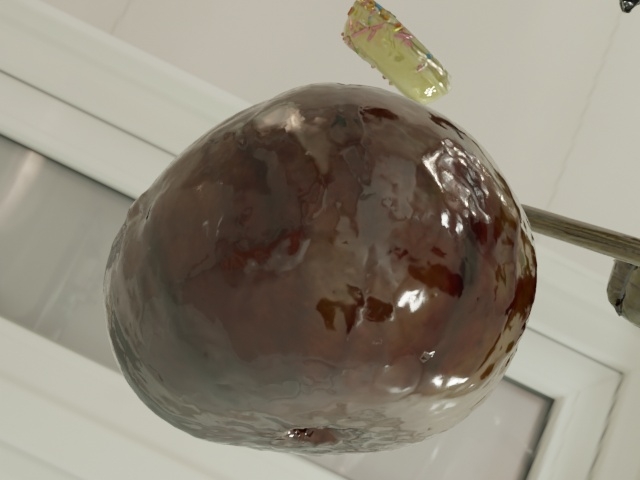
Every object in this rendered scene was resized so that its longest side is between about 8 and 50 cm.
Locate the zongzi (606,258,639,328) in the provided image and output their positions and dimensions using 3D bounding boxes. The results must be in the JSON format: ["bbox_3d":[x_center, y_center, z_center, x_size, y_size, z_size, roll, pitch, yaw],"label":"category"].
[{"bbox_3d":[0.560,0.048,1.452,0.360,0.323,0.160,-90,-166,-72],"label":"zongzi"}]

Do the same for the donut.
[{"bbox_3d":[0.084,-0.234,1.196,0.065,0.166,0.108,-46,163,9],"label":"donut"}]

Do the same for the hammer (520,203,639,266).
[{"bbox_3d":[0.355,0.026,0.914,0.111,0.365,0.043,-33,138,-57],"label":"hammer"}]

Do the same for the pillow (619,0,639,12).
[{"bbox_3d":[0.333,-0.346,0.983,0.141,0.055,0.208,-27,116,-36],"label":"pillow"}]

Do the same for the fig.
[{"bbox_3d":[-0.002,0.015,0.529,0.235,0.235,0.214,175,-88,-88],"label":"fig"}]
